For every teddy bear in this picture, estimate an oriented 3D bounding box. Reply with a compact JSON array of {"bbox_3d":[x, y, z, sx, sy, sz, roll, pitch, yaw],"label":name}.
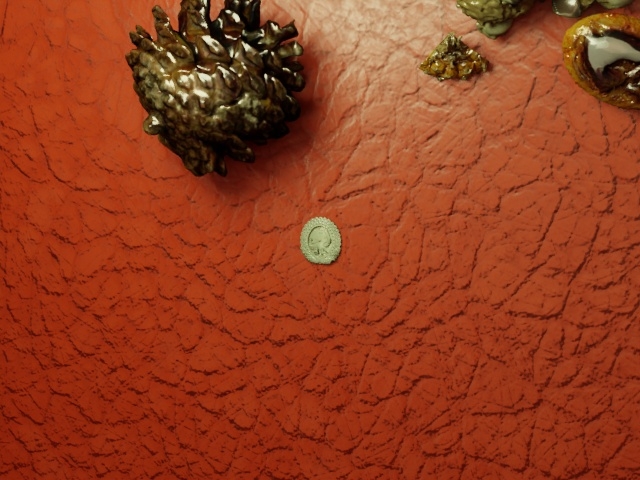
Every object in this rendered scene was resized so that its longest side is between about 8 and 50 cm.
[{"bbox_3d":[0.311,-0.425,1.450,0.256,0.156,0.267,-31,118,14],"label":"teddy bear"}]

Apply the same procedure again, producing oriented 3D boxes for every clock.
[{"bbox_3d":[0.000,0.000,1.679,0.074,0.010,0.083,4,98,16],"label":"clock"}]

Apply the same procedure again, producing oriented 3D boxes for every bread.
[{"bbox_3d":[0.493,-0.263,1.454,0.269,0.095,0.139,11,128,3],"label":"bread"}]

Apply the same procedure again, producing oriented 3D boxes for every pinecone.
[{"bbox_3d":[-0.164,-0.267,1.563,0.296,0.242,0.298,-23,123,4],"label":"pinecone"}]

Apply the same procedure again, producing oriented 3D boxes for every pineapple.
[{"bbox_3d":[0.209,-0.302,1.532,0.114,0.114,0.077,5,81,11],"label":"pineapple"}]
